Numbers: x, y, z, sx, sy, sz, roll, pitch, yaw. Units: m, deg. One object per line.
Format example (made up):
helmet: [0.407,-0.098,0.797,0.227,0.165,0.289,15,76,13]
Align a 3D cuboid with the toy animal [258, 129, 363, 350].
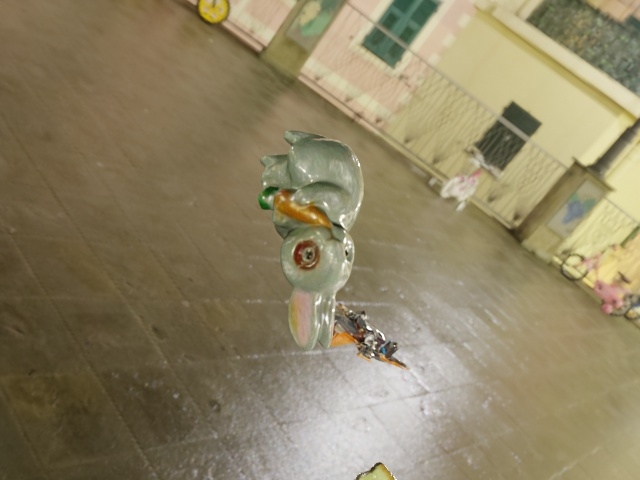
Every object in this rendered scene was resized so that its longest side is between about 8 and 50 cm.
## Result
toy animal: [0.003,-0.008,0.809,0.138,0.108,0.236,-4,65,-29]

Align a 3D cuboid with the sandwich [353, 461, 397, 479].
sandwich: [0.079,0.357,0.829,0.144,0.117,0.187,59,-11,1]

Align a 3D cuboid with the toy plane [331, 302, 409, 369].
toy plane: [0.084,0.162,1.188,0.188,0.062,0.135,25,23,-23]
